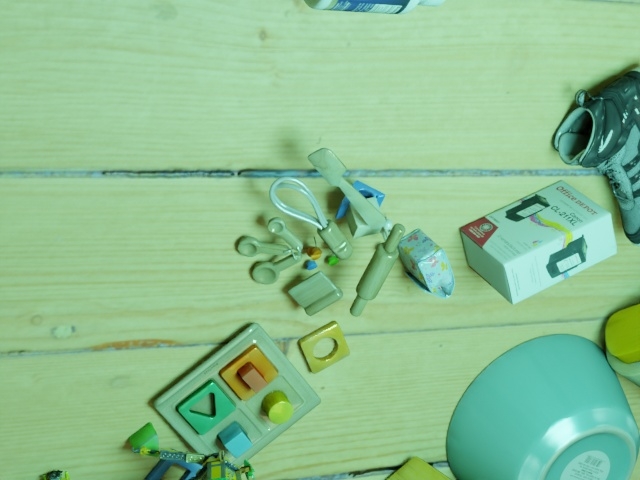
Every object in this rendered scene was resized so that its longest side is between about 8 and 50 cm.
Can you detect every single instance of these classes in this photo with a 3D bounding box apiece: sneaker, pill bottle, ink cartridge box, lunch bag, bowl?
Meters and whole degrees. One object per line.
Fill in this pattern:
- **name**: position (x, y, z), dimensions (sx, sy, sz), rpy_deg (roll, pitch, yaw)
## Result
- **sneaker**: position (0.409, -0.105, 1.803), dimensions (0.153, 0.101, 0.268), rpy_deg (-15, 117, -18)
- **pill bottle**: position (0.067, -0.317, 1.514), dimensions (0.169, 0.094, 0.094), rpy_deg (-2, 118, -26)
- **ink cartridge box**: position (0.305, -0.001, 1.789), dimensions (0.175, 0.127, 0.072), rpy_deg (-25, 123, -13)
- **lunch bag**: position (0.147, 0.038, 1.767), dimensions (0.053, 0.071, 0.083), rpy_deg (-32, 127, -8)
- **bowl**: position (0.368, 0.317, 1.978), dimensions (0.311, 0.163, 0.311), rpy_deg (-11, 120, -20)

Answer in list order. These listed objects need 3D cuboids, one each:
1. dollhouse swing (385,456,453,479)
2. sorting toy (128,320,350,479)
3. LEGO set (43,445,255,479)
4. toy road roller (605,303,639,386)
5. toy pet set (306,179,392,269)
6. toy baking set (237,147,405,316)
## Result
- **dollhouse swing**: position (0.212, 0.558, 1.975), dimensions (0.347, 0.315, 0.305), rpy_deg (40, 83, -37)
- **sorting toy**: position (-0.106, 0.229, 1.764), dimensions (0.347, 0.047, 0.196), rpy_deg (-38, 127, -2)
- **LEGO set**: position (-0.234, 0.393, 1.741), dimensions (0.331, 0.192, 0.255), rpy_deg (-17, 106, -1)
- **toy road roller**: position (0.612, 0.092, 1.982), dimensions (0.329, 0.240, 0.202), rpy_deg (-26, 136, 36)
- **toy pet set**: position (0.038, -0.024, 1.701), dimensions (0.122, 0.065, 0.114), rpy_deg (-12, 156, -17)
- **toy baking set**: position (0.006, 0.003, 1.639), dimensions (0.197, 0.030, 0.256), rpy_deg (21, 128, -13)
